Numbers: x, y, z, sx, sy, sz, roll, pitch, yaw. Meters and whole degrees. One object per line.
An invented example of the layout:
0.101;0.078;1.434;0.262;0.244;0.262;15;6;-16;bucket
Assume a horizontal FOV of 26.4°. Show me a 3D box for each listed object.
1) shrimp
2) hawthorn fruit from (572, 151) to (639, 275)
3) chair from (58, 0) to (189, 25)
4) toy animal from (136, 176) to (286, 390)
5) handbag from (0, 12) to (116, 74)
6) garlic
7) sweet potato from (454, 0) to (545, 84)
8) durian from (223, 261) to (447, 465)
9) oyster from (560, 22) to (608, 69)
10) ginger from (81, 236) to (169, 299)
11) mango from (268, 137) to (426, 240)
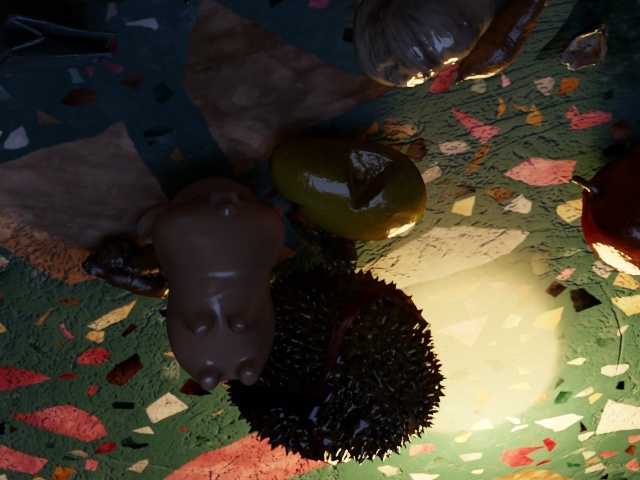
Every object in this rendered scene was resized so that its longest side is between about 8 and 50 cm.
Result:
-0.001;0.004;2.167;0.132;0.187;0.051;19;104;-23;shrimp
0.511;-0.049;2.216;0.253;0.205;0.205;16;133;-23;hawthorn fruit
-0.256;-0.358;1.696;0.159;0.172;0.247;-11;134;-2;chair
-0.154;0.062;2.118;0.237;0.269;0.326;-4;129;-12;toy animal
-0.349;-0.249;1.774;0.144;0.057;0.221;0;-179;-19;handbag
0.112;-0.324;1.815;0.218;0.218;0.212;-34;104;25;garlic
0.275;-0.306;1.954;0.068;0.068;0.226;25;115;-36;sweet potato
0.025;0.208;2.277;0.384;0.347;0.347;23;140;11;durian
0.399;-0.287;2.027;0.093;0.034;0.051;-28;123;36;oyster
-0.299;0.043;2.220;0.162;0.073;0.103;13;134;-26;ginger
0.040;-0.085;2.107;0.262;0.130;0.167;11;140;-17;mango
